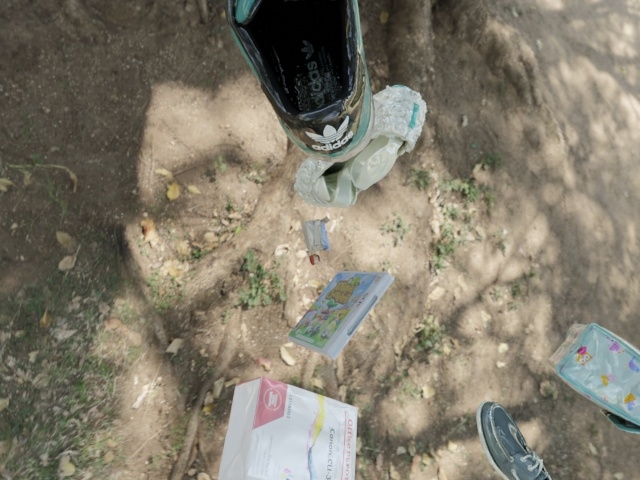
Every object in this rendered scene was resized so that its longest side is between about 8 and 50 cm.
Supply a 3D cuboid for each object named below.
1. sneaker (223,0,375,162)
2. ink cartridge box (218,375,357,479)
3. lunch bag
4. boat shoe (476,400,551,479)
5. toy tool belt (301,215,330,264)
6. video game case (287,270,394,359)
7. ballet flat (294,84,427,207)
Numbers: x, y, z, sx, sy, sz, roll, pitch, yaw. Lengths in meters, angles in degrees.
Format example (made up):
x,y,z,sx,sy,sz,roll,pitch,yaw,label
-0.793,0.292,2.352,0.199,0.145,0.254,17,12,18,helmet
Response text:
x,y,z,sx,sy,sz,roll,pitch,yaw,label
-0.027,-0.212,0.371,0.108,0.121,0.302,-20,90,6,sneaker
-0.018,0.258,0.608,0.198,0.067,0.115,28,52,-30,ink cartridge box
0.642,0.304,1.024,0.262,0.160,0.223,36,4,20,lunch bag
0.447,0.487,1.015,0.116,0.099,0.319,-9,66,-36,boat shoe
0.000,0.000,0.879,0.051,0.052,0.083,-14,101,-16,toy tool belt
0.033,0.140,0.972,0.023,0.212,0.193,45,72,-16,video game case
0.059,-0.148,0.979,0.147,0.409,0.147,13,60,-24,ballet flat
